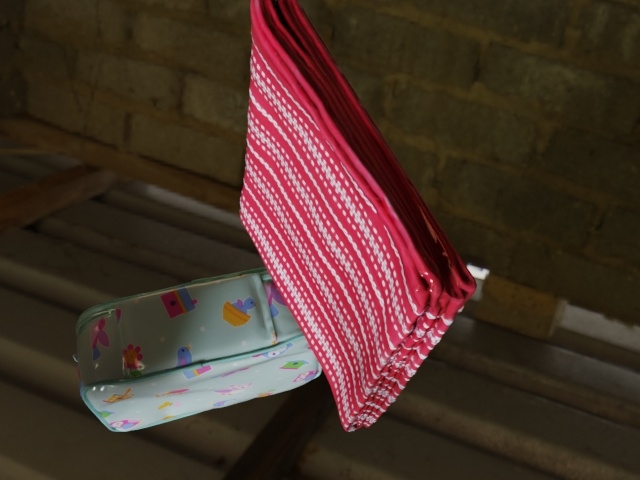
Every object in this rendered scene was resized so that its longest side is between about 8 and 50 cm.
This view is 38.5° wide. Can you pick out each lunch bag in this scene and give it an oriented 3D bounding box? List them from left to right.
[{"bbox_3d":[-0.137,0.127,1.046,0.279,0.224,0.108,-12,-111,-5],"label":"lunch bag"}]

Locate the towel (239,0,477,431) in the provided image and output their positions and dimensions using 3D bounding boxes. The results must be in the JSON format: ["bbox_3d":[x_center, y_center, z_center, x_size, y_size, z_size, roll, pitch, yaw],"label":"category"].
[{"bbox_3d":[0.000,0.000,0.553,0.031,0.275,0.199,-24,-110,-17],"label":"towel"}]
